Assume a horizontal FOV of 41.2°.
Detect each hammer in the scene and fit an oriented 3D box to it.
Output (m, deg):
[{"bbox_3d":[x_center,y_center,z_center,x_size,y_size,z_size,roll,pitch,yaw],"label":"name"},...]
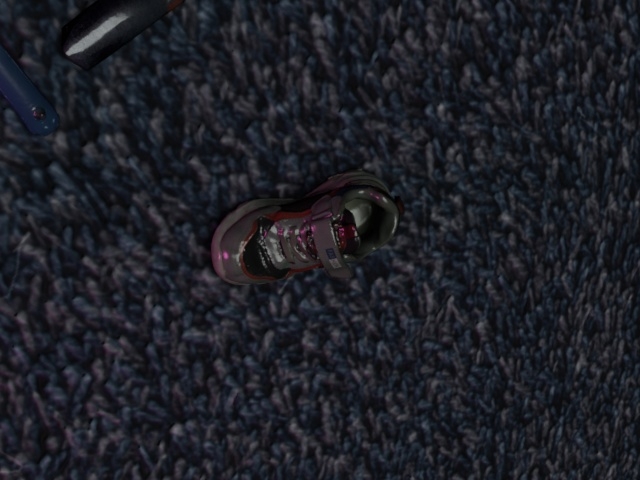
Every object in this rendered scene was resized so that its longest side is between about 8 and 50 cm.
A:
[{"bbox_3d":[-0.291,-0.170,0.752,0.116,0.069,0.194,-40,128,-11],"label":"hammer"},{"bbox_3d":[-0.121,-0.251,0.823,0.290,0.037,0.137,-38,118,-13],"label":"hammer"}]

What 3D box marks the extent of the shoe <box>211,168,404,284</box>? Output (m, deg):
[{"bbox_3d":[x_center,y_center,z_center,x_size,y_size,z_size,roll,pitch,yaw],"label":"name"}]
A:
[{"bbox_3d":[0.000,-0.001,0.921,0.227,0.125,0.099,-24,119,-21],"label":"shoe"}]
